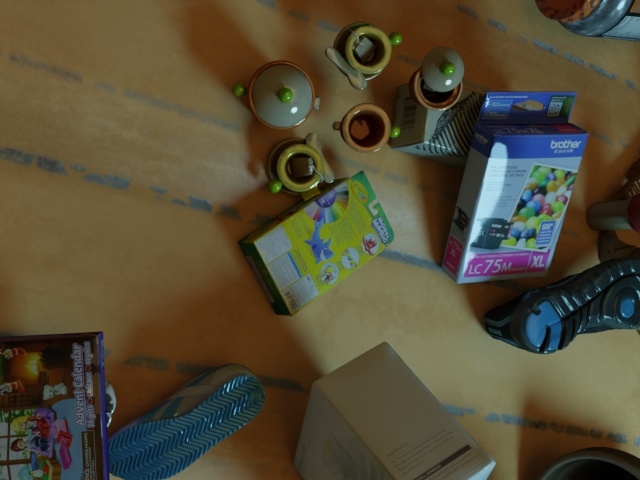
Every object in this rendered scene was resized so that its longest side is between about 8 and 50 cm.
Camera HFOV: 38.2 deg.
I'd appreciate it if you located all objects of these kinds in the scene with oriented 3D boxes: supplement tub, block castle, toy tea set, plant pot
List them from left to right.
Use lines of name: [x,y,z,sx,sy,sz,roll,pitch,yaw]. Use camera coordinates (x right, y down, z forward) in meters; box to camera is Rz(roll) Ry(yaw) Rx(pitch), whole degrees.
toy tea set: [0.047,-0.204,1.315,0.336,0.124,0.200,-30,101,-6]
supplement tub: [0.541,-0.453,1.638,0.315,0.193,0.194,-2,89,-32]
plant pot: [0.523,0.469,1.582,0.229,0.263,0.263,-2,89,-48]
block castle: [0.729,0.034,1.725,0.303,0.212,0.453,-42,110,-25]

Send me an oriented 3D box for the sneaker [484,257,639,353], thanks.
sneaker: [0.435,0.103,1.580,0.340,0.139,0.125,-10,93,-28]

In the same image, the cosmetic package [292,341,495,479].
cosmetic package: [0.088,0.305,1.265,0.138,0.224,0.225,-24,56,-29]

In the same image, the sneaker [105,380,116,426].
sneaker: [-0.307,0.255,1.172,0.068,0.071,0.170,33,86,-4]

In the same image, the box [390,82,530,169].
box: [0.253,-0.174,1.509,0.275,0.094,0.113,10,83,-30]

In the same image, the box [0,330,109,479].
box: [-0.356,0.261,1.100,0.200,0.057,0.294,-3,90,-7]

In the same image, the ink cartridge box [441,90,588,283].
ink cartridge box: [0.313,-0.082,1.474,0.185,0.065,0.311,-3,116,-25]

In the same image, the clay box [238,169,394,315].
clay box: [0.000,0.000,1.372,0.222,0.053,0.127,-34,106,-29]

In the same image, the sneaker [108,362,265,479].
sneaker: [-0.184,0.243,1.237,0.228,0.092,0.087,-27,105,-9]
